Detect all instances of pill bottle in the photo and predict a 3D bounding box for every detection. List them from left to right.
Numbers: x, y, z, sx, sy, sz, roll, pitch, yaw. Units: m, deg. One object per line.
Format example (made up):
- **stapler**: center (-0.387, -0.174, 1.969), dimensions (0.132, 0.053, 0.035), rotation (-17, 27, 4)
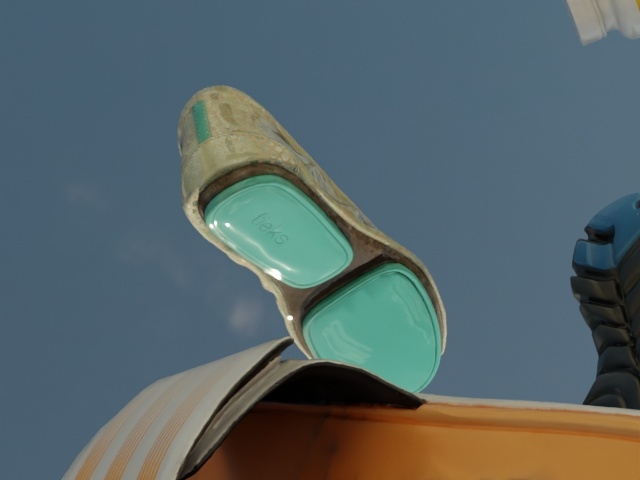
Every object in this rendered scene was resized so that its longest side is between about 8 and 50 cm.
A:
- **pill bottle**: center (0.212, -0.166, 1.222), dimensions (0.065, 0.116, 0.065), rotation (-22, -90, -84)

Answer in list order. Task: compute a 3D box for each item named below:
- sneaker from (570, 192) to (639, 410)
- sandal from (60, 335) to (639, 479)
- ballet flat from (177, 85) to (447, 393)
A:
- **sneaker**: center (0.264, 0.121, 1.425), dimensions (0.140, 0.125, 0.340), rotation (33, -131, -27)
- **sandal**: center (-0.004, 0.071, 0.530), dimensions (0.076, 0.265, 0.102), rotation (36, -124, -42)
- **ballet flat**: center (0.000, 0.000, 0.690), dimensions (0.168, 0.057, 0.052), rotation (53, -168, -51)
